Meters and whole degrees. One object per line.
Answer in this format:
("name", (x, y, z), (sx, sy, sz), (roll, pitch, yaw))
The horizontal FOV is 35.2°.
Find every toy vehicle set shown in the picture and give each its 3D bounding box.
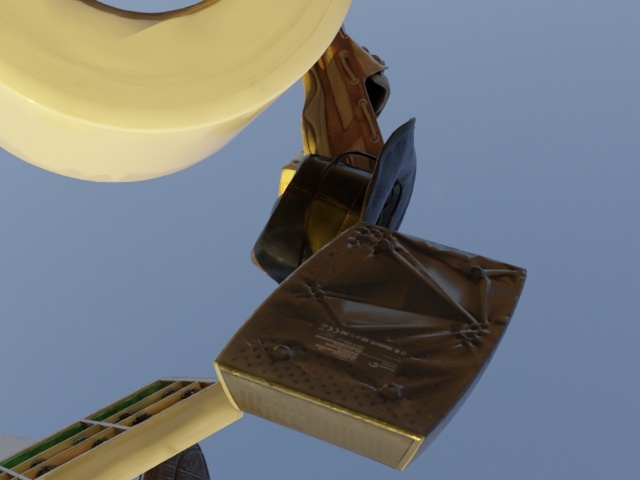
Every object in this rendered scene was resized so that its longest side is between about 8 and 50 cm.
("toy vehicle set", (-0.211, 0.188, 0.841), (0.266, 0.035, 0.166), (-26, -174, -29))

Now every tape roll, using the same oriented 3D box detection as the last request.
("tape roll", (-0.114, -0.165, 0.584), (0.246, 0.246, 0.169), (-50, -170, -15))

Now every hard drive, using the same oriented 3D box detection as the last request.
("hard drive", (0.048, 0.071, 0.767), (0.171, 0.054, 0.254), (17, -150, 20))

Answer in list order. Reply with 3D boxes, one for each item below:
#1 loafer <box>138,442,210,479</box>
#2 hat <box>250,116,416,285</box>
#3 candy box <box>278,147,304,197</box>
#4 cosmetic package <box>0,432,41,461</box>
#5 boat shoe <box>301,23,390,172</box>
("loafer", (-0.204, 0.388, 1.300), (0.095, 0.109, 0.303), (-42, -143, 29))
("hat", (0.000, 0.000, 1.110), (0.133, 0.331, 0.331), (19, -118, 9))
("candy box", (0.001, -0.071, 1.739), (0.087, 0.183, 0.316), (10, -160, 10))
("cosmetic package", (-0.493, 0.376, 1.337), (0.385, 0.217, 0.156), (-147, -110, -74))
("boat shoe", (0.035, -0.195, 1.323), (0.116, 0.123, 0.325), (-8, -123, 6))
